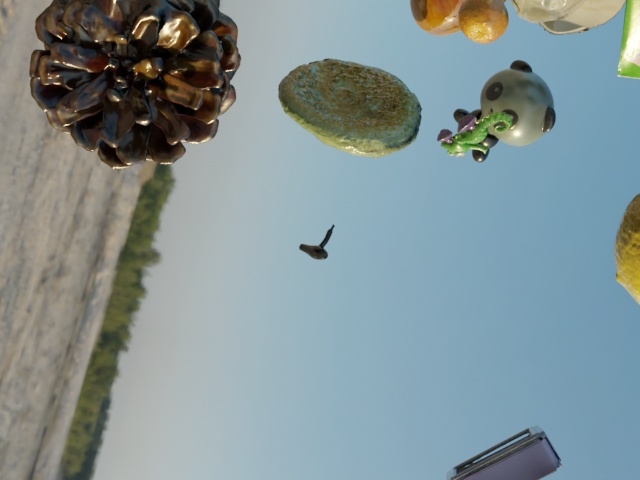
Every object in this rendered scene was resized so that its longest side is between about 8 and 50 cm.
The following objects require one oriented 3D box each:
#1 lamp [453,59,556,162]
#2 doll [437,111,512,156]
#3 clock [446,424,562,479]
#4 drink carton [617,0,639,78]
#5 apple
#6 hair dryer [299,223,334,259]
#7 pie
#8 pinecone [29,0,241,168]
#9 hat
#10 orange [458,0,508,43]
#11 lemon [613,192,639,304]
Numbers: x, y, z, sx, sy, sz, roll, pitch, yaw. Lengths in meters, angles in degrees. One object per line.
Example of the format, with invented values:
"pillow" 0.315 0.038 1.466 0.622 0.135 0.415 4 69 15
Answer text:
"lamp" 0.459 -0.314 2.286 0.244 0.197 0.198 -34 -145 36
"doll" 0.347 -0.238 2.073 0.190 0.115 0.050 -35 -136 48
"clock" 0.319 0.402 1.620 0.073 0.193 0.144 62 3 10
"drink carton" 0.704 -0.459 1.874 0.271 0.161 0.108 80 30 -46
"apple" 0.295 -0.550 1.989 0.210 0.173 0.235 -10 -155 46
"hair dryer" 0.000 0.000 1.936 0.079 0.031 0.083 22 -106 46
"pie" 0.061 -0.276 1.885 0.323 0.323 0.071 -88 -171 -51
"pinecone" -0.333 -0.311 1.687 0.398 0.397 0.398 -164 -90 -79
"hat" 0.565 -0.580 2.088 0.161 0.275 0.232 -111 -142 -70
"orange" 0.263 -0.358 1.488 0.070 0.083 0.083 -63 -174 -24
"lemon" 0.503 0.014 1.268 0.192 0.192 0.231 -86 169 -45
